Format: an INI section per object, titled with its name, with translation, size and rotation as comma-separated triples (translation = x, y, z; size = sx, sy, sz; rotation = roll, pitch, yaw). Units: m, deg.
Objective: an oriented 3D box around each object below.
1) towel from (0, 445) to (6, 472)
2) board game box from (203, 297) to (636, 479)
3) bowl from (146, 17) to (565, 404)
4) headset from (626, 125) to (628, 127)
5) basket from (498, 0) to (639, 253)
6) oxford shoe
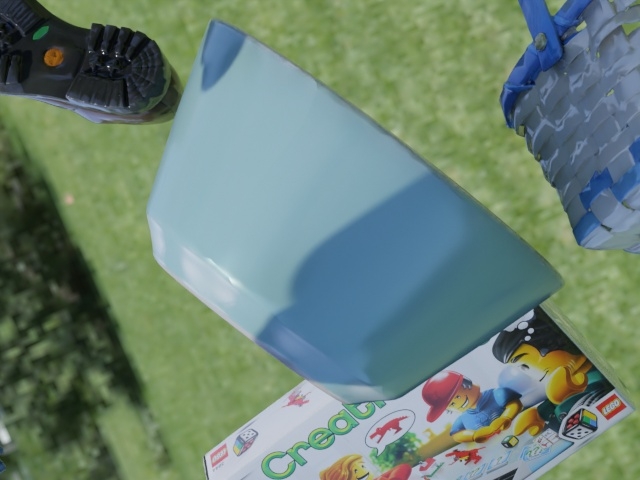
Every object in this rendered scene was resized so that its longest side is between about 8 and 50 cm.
[towel]
translation = -0.420, 0.194, 1.562
size = 0.285, 0.209, 0.034
rotation = 29, 148, 52
[board game box]
translation = 0.081, 0.157, 1.427
size = 0.193, 0.305, 0.053
rotation = 45, -165, -30
[bowl]
translation = 0.000, 0.000, 1.219
size = 0.311, 0.163, 0.311
rotation = 37, 179, 1
[headset]
translation = 0.418, -0.119, 1.672
size = 0.185, 0.394, 0.243
rotation = -105, 3, -53
[basket]
translation = 0.257, -0.134, 1.253
size = 0.201, 0.255, 0.289
rotation = -54, 43, 43
[oxford shoe]
translation = -0.203, -0.132, 1.323
size = 0.227, 0.082, 0.096
rotation = 23, 172, 24
